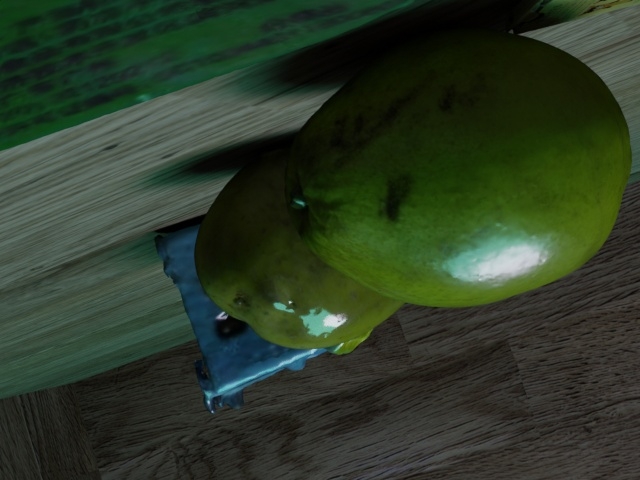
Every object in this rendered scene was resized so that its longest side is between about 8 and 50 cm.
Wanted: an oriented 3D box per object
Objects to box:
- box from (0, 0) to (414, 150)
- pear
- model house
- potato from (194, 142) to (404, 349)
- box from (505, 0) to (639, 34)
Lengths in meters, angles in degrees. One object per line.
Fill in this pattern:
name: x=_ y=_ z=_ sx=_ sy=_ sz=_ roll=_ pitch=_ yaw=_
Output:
box: x=-0.092 y=-0.112 z=0.325 sx=0.264 sy=0.106 sz=0.336 roll=-19 pitch=173 yaw=4
pear: x=0.102 y=-0.053 z=0.929 sx=0.269 sy=0.212 sz=0.212 roll=-15 pitch=173 yaw=-22
model house: x=-0.020 y=0.048 z=1.503 sx=0.303 sy=0.215 sz=0.237 roll=-23 pitch=173 yaw=4
potato: x=0.000 y=-0.002 z=1.171 sx=0.228 sy=0.197 sz=0.148 roll=-53 pitch=-162 yaw=-29
box: x=0.212 y=-0.185 z=0.927 sx=0.149 sy=0.020 sz=0.073 roll=-16 pitch=175 yaw=-17
